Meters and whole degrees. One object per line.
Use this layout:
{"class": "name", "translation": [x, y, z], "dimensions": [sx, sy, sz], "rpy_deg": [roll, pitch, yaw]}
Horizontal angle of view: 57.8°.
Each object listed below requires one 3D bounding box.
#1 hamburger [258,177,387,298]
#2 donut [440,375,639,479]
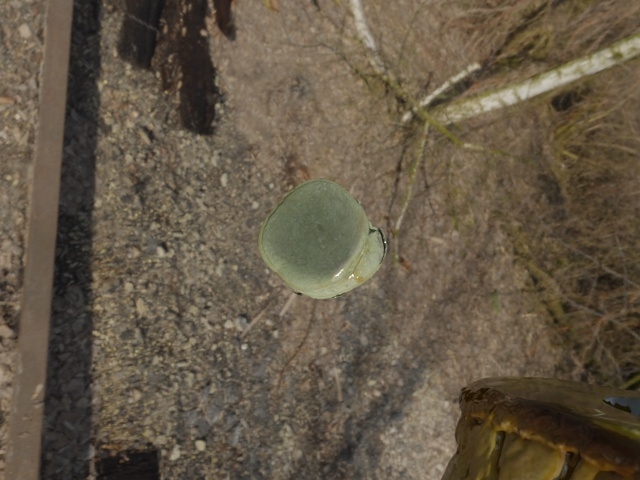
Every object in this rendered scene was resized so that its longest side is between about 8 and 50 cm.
{"class": "hamburger", "translation": [0.000, 0.000, 0.676], "dimensions": [0.140, 0.133, 0.062], "rpy_deg": [42, -2, 32]}
{"class": "donut", "translation": [0.231, 0.173, 0.335], "dimensions": [0.330, 0.330, 0.159], "rpy_deg": [21, 87, -43]}
